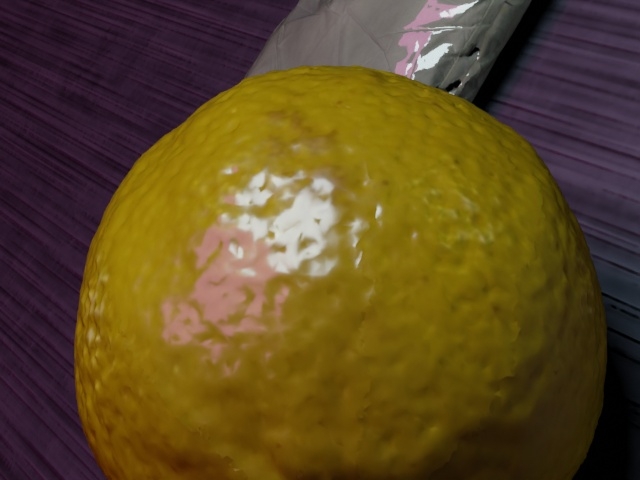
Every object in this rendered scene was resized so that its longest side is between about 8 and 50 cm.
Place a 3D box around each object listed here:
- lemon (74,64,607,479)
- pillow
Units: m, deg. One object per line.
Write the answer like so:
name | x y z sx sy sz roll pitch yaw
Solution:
lemon | 0.010 0.051 0.934 0.293 0.293 0.293 -37 35 32
pillow | 0.048 -0.163 1.278 0.281 0.076 0.274 -58 27 -1
